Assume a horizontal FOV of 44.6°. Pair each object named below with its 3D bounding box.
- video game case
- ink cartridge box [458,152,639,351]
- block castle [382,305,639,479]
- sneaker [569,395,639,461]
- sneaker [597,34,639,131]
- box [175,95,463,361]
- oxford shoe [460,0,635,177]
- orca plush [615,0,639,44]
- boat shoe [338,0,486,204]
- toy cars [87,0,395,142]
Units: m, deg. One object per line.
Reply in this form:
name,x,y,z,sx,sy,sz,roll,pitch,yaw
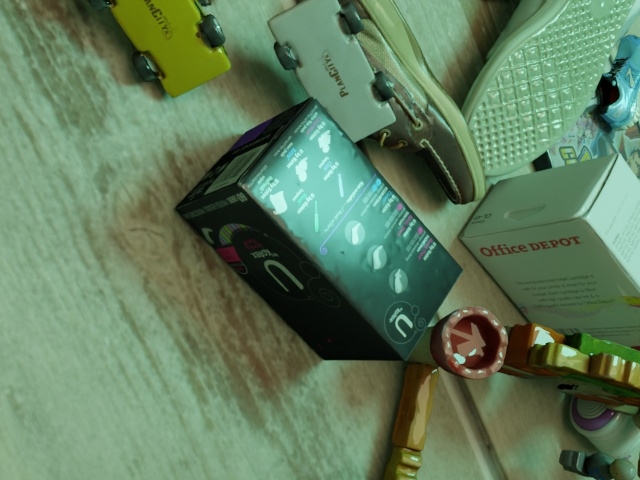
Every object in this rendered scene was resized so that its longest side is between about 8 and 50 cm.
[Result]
video game case,0.448,-0.120,1.265,0.248,0.035,0.275,-23,96,-33
ink cartridge box,0.382,0.046,1.086,0.306,0.226,0.131,49,61,-19
block castle,0.312,0.273,0.959,0.453,0.213,0.303,18,75,-14
sneaker,0.500,0.206,1.223,0.305,0.114,0.152,-51,117,-18
sneaker,0.481,-0.260,1.246,0.073,0.063,0.162,22,74,-25
box,0.000,0.000,0.882,0.270,0.165,0.143,47,62,-18
oxford shoe,0.330,-0.290,1.139,0.169,0.130,0.449,31,89,-27
orca plush,0.452,-0.376,1.262,0.102,0.151,0.287,37,84,18
boat shoe,0.094,-0.173,1.015,0.123,0.123,0.342,-34,113,-1
toy cars,-0.082,-0.234,0.880,0.394,0.176,0.087,15,34,-20
